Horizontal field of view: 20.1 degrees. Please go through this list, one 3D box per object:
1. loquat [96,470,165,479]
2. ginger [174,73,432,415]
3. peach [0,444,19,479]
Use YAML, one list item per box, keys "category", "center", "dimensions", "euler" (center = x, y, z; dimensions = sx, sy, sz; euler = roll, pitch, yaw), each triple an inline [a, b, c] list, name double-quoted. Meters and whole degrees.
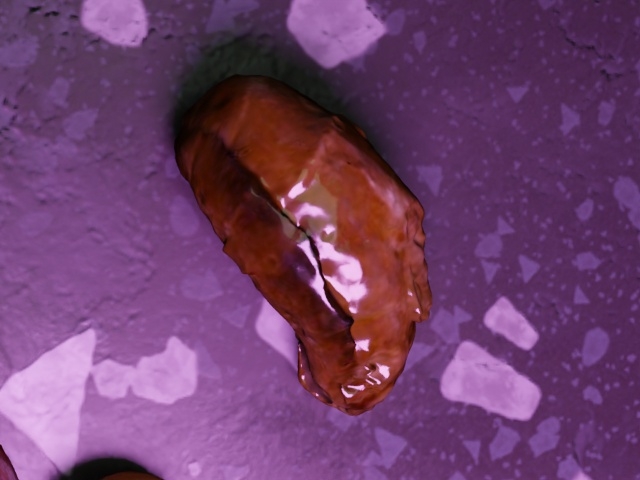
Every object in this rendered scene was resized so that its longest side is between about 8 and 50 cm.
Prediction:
- category: "loquat"
  center: [-0.164, 0.264, 1.530]
  dimensions: [0.141, 0.141, 0.141]
  euler: [0, 91, -16]
- category: "ginger"
  center: [0.000, 0.000, 1.557]
  dimensions: [0.165, 0.172, 0.321]
  euler: [-36, 102, -51]
- category: "peach"
  center: [-0.381, 0.252, 1.361]
  dimensions: [0.335, 0.406, 0.310]
  euler: [-56, 132, -19]
